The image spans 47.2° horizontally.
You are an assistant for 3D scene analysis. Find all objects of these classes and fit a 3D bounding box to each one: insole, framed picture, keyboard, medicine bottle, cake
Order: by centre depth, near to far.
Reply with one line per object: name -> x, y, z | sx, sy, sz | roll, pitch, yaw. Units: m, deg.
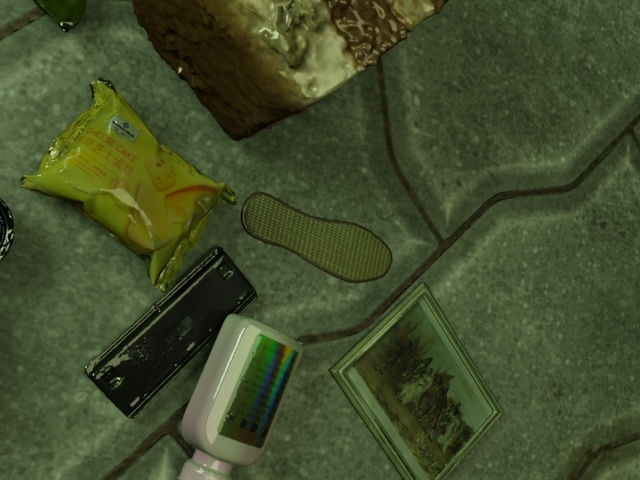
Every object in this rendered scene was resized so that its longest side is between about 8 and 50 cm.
cake -> -0.034, -0.295, 0.872 | 0.290, 0.282, 0.256 | -47, 107, -20
keyboard -> -0.182, 0.110, 0.917 | 0.230, 0.025, 0.094 | -44, 110, -23
medicine bottle -> -0.107, 0.210, 0.921 | 0.115, 0.078, 0.219 | 35, 72, -43
insole -> 0.000, 0.000, 1.036 | 0.253, 0.005, 0.086 | 21, 78, -27
framed picture -> 0.157, 0.230, 1.110 | 0.217, 0.017, 0.274 | -42, 107, -25

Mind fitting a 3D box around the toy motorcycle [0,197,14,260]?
toy motorcycle -> -0.443, 0.081, 0.722 | 0.196, 0.125, 0.331 | 23, 74, -25

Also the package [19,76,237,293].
package -> -0.218, -0.064, 0.865 | 0.226, 0.090, 0.168 | 40, 68, -20

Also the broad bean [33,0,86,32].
broad bean -> -0.351, -0.385, 0.824 | 0.098, 0.056, 0.318 | -24, 98, -28
